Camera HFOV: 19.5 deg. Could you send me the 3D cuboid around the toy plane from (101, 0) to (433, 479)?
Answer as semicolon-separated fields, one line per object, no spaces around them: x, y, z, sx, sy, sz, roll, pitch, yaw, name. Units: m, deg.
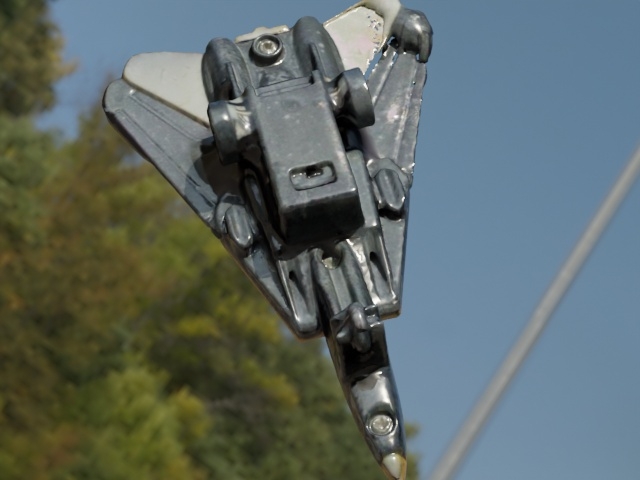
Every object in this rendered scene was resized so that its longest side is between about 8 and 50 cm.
-0.002;-0.008;1.038;0.103;0.204;0.316;79;-5;-47;toy plane
